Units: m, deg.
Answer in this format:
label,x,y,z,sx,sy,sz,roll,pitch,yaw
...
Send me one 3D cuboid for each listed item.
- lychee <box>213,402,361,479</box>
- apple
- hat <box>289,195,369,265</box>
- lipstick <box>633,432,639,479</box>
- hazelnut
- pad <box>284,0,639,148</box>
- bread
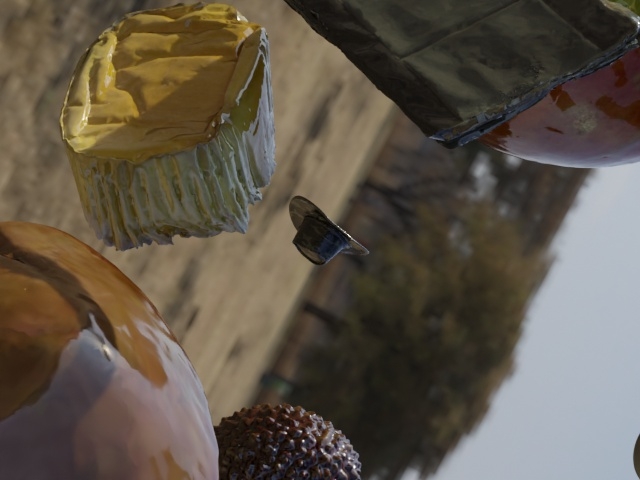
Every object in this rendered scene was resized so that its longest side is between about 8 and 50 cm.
label,x,y,z,sx,sy,sz,roll,pitch,yaw
lychee,-0.046,0.251,1.894,0.188,0.188,0.188,-62,179,-2
apple,0.224,-0.225,1.641,0.339,0.339,0.339,-62,179,-2
hat,0.000,0.000,2.211,0.050,0.121,0.121,-54,176,-17
lipstick,0.369,0.217,1.546,0.070,0.254,0.070,-28,-131,37
hazelnut,-0.238,0.167,1.246,0.372,0.315,0.372,-42,161,-18
pad,0.093,-0.157,1.259,0.174,0.233,0.022,-30,134,-14
bread,-0.128,-0.099,1.619,0.250,0.179,0.133,-83,172,-49
